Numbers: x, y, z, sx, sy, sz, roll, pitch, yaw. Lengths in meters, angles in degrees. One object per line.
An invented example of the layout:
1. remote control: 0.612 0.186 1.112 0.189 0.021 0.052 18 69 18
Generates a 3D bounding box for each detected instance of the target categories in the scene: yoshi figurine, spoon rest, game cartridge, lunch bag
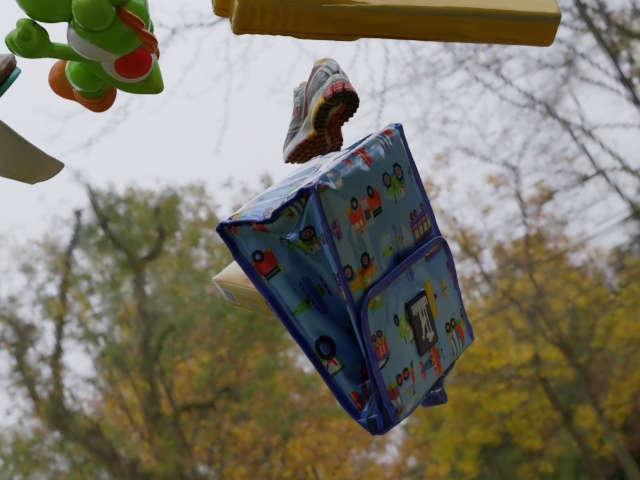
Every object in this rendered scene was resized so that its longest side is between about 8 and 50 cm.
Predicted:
1. yoshi figurine: -0.317 -0.302 1.738 0.203 0.203 0.362 -4 -9 -7
2. spoon rest: -0.454 -0.132 1.819 0.137 0.084 0.276 15 1 16
3. game cartridge: 0.046 -0.297 1.276 0.324 0.285 0.052 0 -41 -10
4. lunch bag: 0.053 0.055 1.398 0.138 0.293 0.221 -21 11 33

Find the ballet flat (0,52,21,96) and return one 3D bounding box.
1. ballet flat: -0.456 -0.130 1.451 0.342 0.124 0.116 -36 15 46

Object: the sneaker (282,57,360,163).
1. sneaker: -0.004 -0.194 2.020 0.088 0.092 0.225 -5 -30 -27

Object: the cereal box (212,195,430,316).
1. cereal box: 0.000 0.000 1.619 0.240 0.047 0.173 -41 23 -22
